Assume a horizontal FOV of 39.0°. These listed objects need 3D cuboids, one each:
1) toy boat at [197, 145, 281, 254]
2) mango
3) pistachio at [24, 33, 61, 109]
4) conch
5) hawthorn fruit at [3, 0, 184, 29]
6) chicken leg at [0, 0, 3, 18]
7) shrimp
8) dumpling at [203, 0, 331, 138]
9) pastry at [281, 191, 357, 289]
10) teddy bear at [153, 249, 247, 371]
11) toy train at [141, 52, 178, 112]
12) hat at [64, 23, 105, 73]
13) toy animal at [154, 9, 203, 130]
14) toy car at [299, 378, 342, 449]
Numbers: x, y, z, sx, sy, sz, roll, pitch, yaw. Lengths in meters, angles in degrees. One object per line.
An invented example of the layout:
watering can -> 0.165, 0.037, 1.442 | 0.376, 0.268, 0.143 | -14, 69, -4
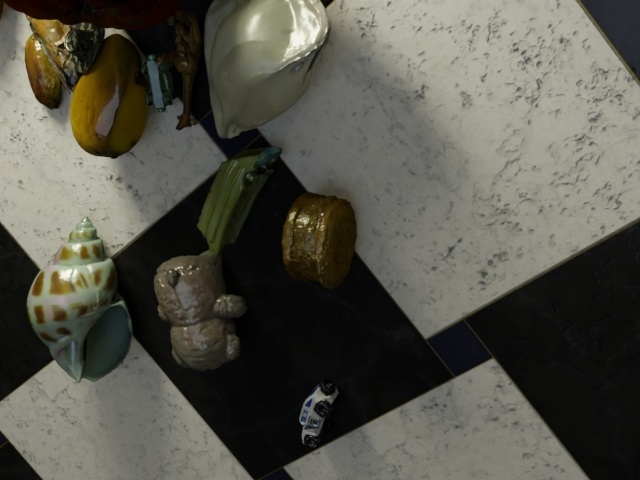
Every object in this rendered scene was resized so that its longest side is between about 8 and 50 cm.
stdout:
toy boat -> -0.176, -0.100, 1.882 | 0.084, 0.111, 0.276 | 37, 124, 10
mango -> -0.439, -0.298, 1.894 | 0.167, 0.130, 0.262 | 34, 114, 21
pistachio -> -0.611, -0.367, 1.985 | 0.089, 0.049, 0.173 | 0, 114, 23
conch -> -0.559, 0.142, 2.128 | 0.249, 0.197, 0.368 | 8, 119, -21
hawthorn fruit -> -0.417, -0.579, 1.615 | 0.402, 0.403, 0.403 | 10, 118, 20
chicken leg -> -0.685, -0.560, 1.904 | 0.304, 0.093, 0.113 | -46, 73, 29
shrimp -> -0.533, -0.454, 1.905 | 0.164, 0.062, 0.317 | -9, 112, 20
dumpling -> -0.127, -0.361, 1.713 | 0.260, 0.181, 0.341 | 67, 158, 13
pastry -> 0.000, 0.000, 1.812 | 0.103, 0.189, 0.189 | 8, 117, 23
teddy bear -> -0.272, 0.158, 2.026 | 0.236, 0.151, 0.267 | -11, 108, 30
toy train -> -0.331, -0.328, 1.858 | 0.050, 0.081, 0.122 | 1, 116, 14
hat -> -0.491, -0.404, 1.843 | 0.121, 0.050, 0.121 | -9, 75, 35
toy animal -> -0.273, -0.344, 1.810 | 0.054, 0.149, 0.275 | 15, 150, 8
toy car -> -0.004, 0.390, 2.060 | 0.070, 0.080, 0.171 | 23, 122, 13
